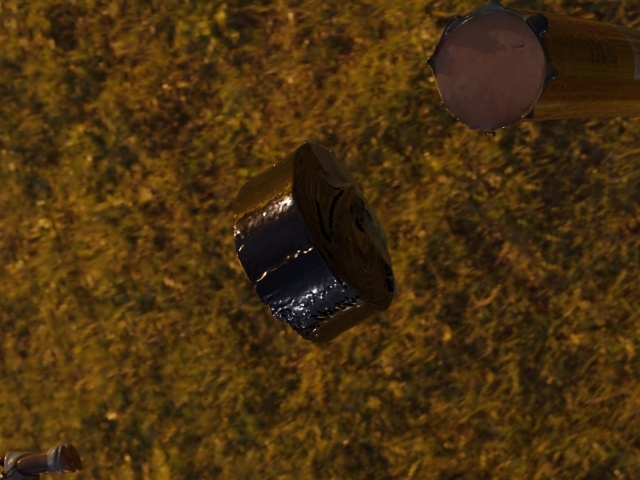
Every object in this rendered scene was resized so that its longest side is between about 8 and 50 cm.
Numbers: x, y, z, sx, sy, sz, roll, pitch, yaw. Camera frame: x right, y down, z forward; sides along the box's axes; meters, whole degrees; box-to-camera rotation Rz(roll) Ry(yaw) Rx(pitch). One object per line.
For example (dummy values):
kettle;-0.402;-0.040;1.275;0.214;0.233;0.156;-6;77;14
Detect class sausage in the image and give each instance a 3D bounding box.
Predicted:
sausage;0.195;-0.123;0.808;0.082;0.371;0.082;5;99;31

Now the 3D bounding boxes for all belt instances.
belt;0.000;0.000;0.961;0.078;0.198;0.151;-32;114;19

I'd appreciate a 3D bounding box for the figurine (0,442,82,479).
figurine;-0.347;0.271;1.176;0.197;0.147;0.093;-12;78;3
